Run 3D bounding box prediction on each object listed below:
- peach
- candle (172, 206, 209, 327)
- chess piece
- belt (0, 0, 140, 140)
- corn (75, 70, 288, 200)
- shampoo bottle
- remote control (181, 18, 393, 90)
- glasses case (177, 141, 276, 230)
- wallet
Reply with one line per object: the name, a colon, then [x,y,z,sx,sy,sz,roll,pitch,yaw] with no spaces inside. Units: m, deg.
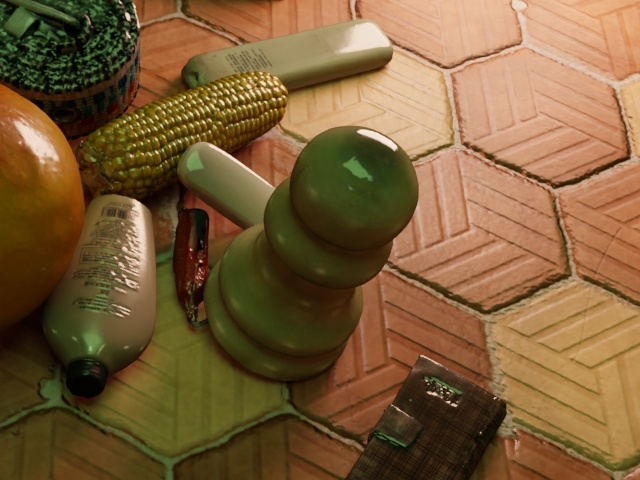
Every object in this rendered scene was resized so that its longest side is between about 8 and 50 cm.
peach: [-0.391,-0.048,1.526,0.289,0.308,0.289,-2,51,3]
candle: [-0.149,0.036,1.702,0.048,0.053,0.162,37,39,-43]
chess piece: [0.000,0.000,1.559,0.182,0.330,0.182,12,53,-16]
belt: [-0.370,-0.249,1.814,0.295,0.160,0.207,18,66,4]
corn: [-0.167,-0.136,1.798,0.305,0.106,0.106,-29,62,-32]
shampoo bottle: [-0.246,0.064,1.623,0.127,0.078,0.257,16,46,-11]
remote control: [-0.041,-0.248,1.966,0.309,0.038,0.090,-18,55,-27]
glasses case: [-0.101,-0.058,1.752,0.164,0.041,0.063,35,64,-18]
wallet: [0.114,0.235,1.592,0.124,0.042,0.230,30,51,8]
